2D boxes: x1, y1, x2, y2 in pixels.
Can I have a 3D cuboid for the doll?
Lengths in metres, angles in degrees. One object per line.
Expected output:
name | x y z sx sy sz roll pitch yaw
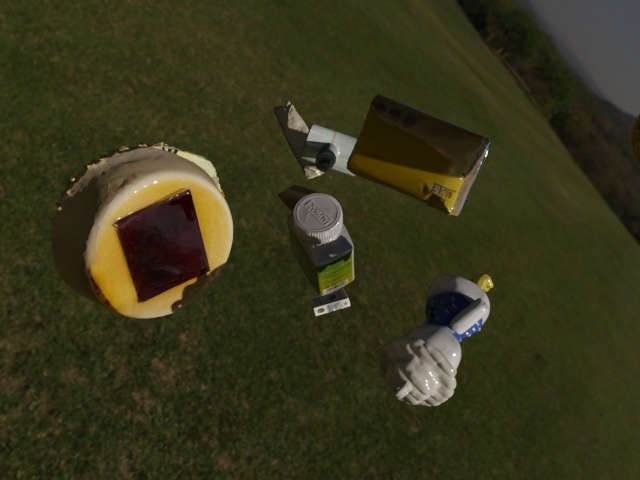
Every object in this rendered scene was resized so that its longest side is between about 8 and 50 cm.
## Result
doll | 0.178 0.141 1.032 0.119 0.138 0.293 57 42 -9

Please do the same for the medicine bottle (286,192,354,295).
medicine bottle | 0.000 0.000 1.292 0.132 0.088 0.188 58 -13 30

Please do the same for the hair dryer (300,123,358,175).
hair dryer | 0.028 -0.213 1.810 0.173 0.107 0.357 17 18 -1

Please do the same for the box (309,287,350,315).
box | 0.021 0.140 1.582 0.054 0.083 0.024 -119 -165 -66

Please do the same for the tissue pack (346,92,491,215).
tissue pack | 0.219 -0.192 1.562 0.271 0.192 0.134 25 9 17

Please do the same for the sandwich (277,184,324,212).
sandwich | -0.047 -0.092 2.104 0.163 0.079 0.113 21 -46 48

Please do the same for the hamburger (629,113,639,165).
hamburger | 0.726 -0.169 1.231 0.304 0.174 0.284 43 66 2

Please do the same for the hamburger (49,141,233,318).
hamburger | -0.286 -0.014 1.125 0.302 0.301 0.170 27 5 -46

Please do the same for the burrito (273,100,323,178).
burrito | -0.062 -0.310 2.073 0.275 0.082 0.059 63 0 22
